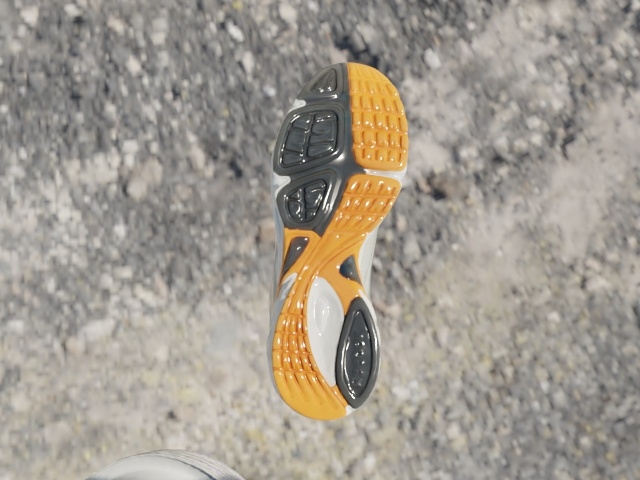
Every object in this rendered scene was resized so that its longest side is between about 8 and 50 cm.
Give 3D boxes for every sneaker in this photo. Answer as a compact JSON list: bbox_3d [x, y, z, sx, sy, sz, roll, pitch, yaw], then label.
[{"bbox_3d":[0.000,0.000,1.105,0.099,0.121,0.263,10,83,-7],"label":"sneaker"}]

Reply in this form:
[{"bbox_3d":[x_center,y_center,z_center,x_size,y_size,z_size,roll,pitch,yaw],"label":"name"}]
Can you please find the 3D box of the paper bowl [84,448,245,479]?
[{"bbox_3d":[-0.201,0.401,1.817,0.284,0.284,0.148,-31,169,12],"label":"paper bowl"}]
